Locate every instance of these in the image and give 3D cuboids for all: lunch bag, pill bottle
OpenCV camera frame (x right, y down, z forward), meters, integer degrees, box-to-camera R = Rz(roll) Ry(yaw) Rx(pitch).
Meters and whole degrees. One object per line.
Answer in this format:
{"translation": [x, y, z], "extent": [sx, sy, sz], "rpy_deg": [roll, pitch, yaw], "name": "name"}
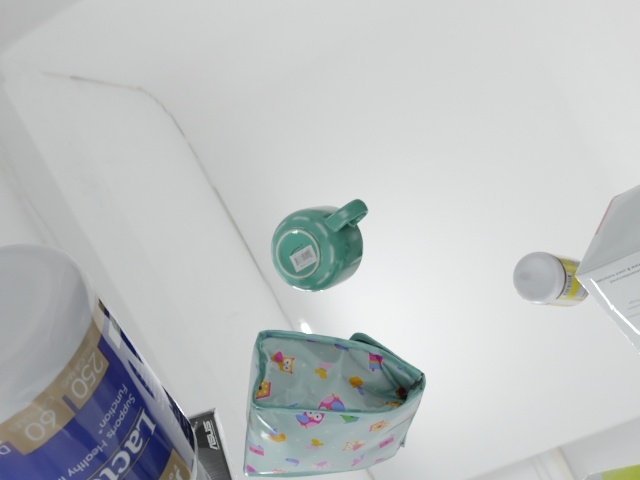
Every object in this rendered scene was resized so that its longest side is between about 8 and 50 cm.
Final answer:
{"translation": [0.019, 0.257, 1.066], "extent": [0.223, 0.262, 0.160], "rpy_deg": [99, 172, -45], "name": "lunch bag"}
{"translation": [0.532, 0.090, 1.564], "extent": [0.215, 0.117, 0.117], "rpy_deg": [9, -128, -47], "name": "pill bottle"}
{"translation": [-0.179, 0.143, 0.495], "extent": [0.153, 0.153, 0.265], "rpy_deg": [-100, -8, -49], "name": "pill bottle"}

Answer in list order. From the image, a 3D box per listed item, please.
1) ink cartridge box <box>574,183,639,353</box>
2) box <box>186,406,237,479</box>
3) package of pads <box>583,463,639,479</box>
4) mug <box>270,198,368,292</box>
{"translation": [0.661, 0.102, 1.220], "extent": [0.385, 0.160, 0.279], "rpy_deg": [49, -133, -6], "name": "ink cartridge box"}
{"translation": [-0.244, 0.436, 1.239], "extent": [0.056, 0.183, 0.231], "rpy_deg": [114, 140, -86], "name": "box"}
{"translation": [0.420, 0.429, 0.874], "extent": [0.101, 0.229, 0.296], "rpy_deg": [31, -123, -9], "name": "package of pads"}
{"translation": [-0.008, 0.001, 1.058], "extent": [0.097, 0.129, 0.158], "rpy_deg": [-15, -60, -60], "name": "mug"}
